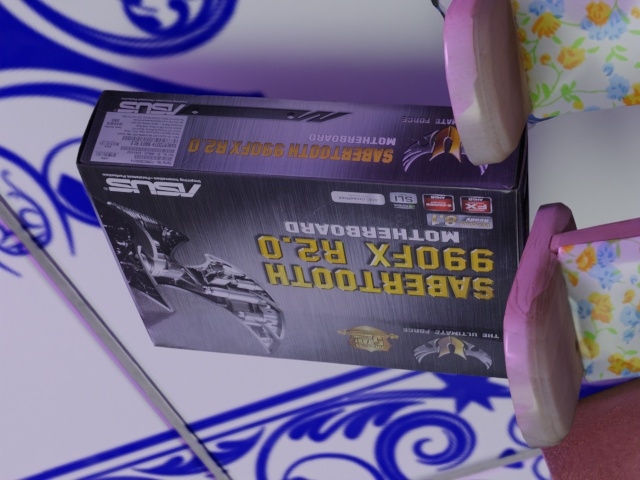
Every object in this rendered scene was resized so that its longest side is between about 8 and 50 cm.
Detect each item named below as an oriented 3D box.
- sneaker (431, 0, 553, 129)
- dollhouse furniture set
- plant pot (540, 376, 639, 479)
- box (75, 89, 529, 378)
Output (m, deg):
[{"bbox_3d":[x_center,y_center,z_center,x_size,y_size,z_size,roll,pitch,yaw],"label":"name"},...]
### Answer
[{"bbox_3d":[0.090,-0.144,0.700,0.081,0.080,0.211,-16,135,11],"label":"sneaker"},{"bbox_3d":[0.214,-0.101,0.488,0.362,0.256,0.394,-8,111,19],"label":"dollhouse furniture set"},{"bbox_3d":[0.293,0.146,0.830,0.254,0.237,0.237,-31,120,9],"label":"plant pot"},{"bbox_3d":[0.000,0.000,0.787,0.231,0.056,0.183,5,144,12],"label":"box"}]
